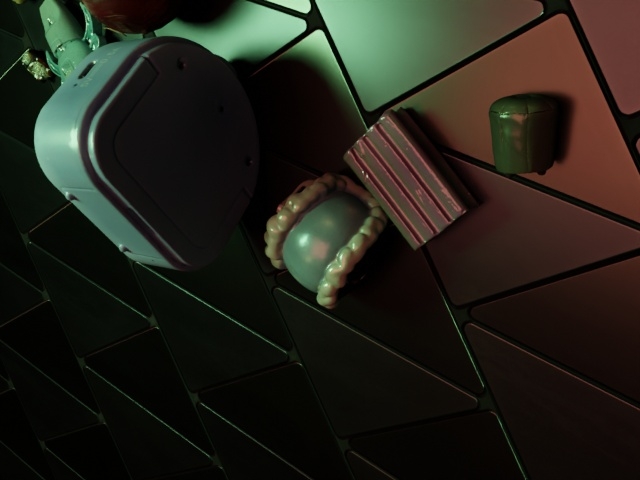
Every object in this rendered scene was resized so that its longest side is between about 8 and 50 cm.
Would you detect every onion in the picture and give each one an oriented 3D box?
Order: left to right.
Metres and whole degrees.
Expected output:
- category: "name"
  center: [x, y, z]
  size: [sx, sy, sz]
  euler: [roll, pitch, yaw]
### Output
- category: "onion"
  center: [-0.344, -0.502, 1.179]
  size: [0.281, 0.221, 0.281]
  euler: [-4, 78, 18]

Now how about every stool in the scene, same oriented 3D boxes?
- category: "stool"
  center: [0.286, -0.148, 0.937]
  size: [0.096, 0.096, 0.110]
  euler: [5, 111, 32]

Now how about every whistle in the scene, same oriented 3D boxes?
- category: "whistle"
  center: [-0.513, -0.386, 1.399]
  size: [0.186, 0.093, 0.274]
  euler: [-33, 82, 36]

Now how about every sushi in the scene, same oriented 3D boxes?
- category: "sushi"
  center: [-0.636, -0.399, 1.512]
  size: [0.083, 0.044, 0.046]
  euler: [45, 102, 12]

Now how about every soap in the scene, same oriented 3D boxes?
- category: "soap"
  center: [0.141, -0.098, 1.062]
  size: [0.122, 0.065, 0.203]
  euler: [-41, 80, 35]

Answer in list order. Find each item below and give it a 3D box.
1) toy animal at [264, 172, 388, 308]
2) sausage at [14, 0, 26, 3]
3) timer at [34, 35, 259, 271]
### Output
- category: "toy animal"
  center: [0.000, 0.000, 1.133]
  size: [0.204, 0.156, 0.208]
  euler: [38, 118, 14]
- category: "sausage"
  center: [-0.600, -0.634, 1.397]
  size: [0.066, 0.066, 0.301]
  euler: [48, 122, 13]
- category: "timer"
  center: [-0.267, -0.170, 1.147]
  size: [0.173, 0.395, 0.395]
  euler: [5, 107, 34]
